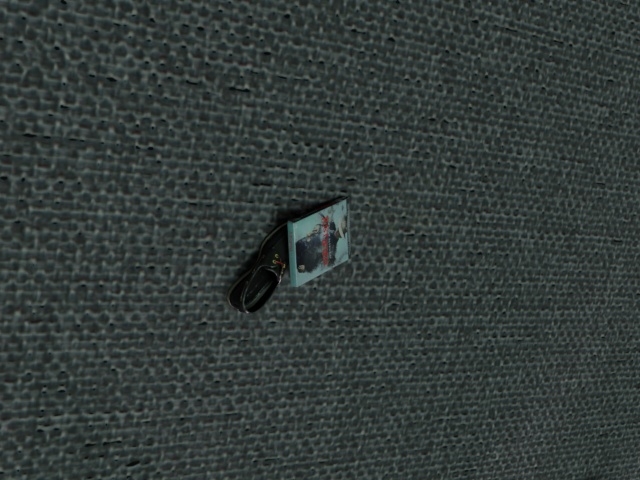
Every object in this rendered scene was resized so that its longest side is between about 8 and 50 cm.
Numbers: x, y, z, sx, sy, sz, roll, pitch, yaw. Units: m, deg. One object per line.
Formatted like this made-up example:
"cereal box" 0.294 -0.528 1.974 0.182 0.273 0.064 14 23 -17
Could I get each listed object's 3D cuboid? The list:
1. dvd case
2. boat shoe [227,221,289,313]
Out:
"dvd case" 0.000 0.000 1.292 0.119 0.013 0.087 -26 121 -50
"boat shoe" -0.062 0.036 1.261 0.133 0.042 0.049 -53 126 -13
